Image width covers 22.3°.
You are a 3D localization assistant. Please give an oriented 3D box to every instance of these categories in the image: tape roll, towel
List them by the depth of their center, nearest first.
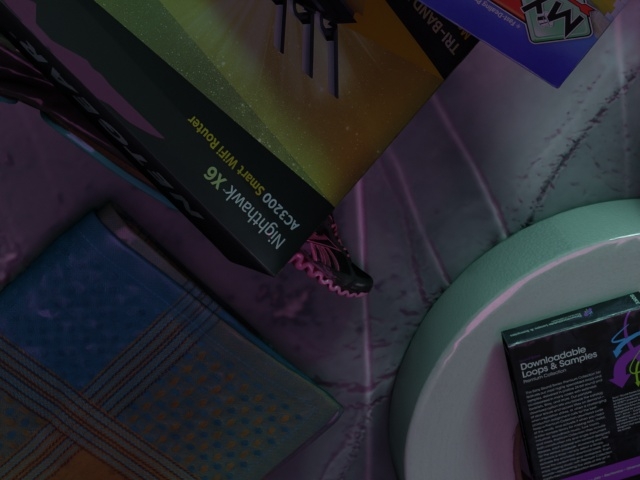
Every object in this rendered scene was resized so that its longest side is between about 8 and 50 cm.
[{"bbox_3d":[-0.204,0.169,1.301,0.370,0.040,0.271,-42,114,12],"label":"towel"},{"bbox_3d":[0.251,0.153,1.355,0.392,0.072,0.392,-4,116,-8],"label":"tape roll"}]

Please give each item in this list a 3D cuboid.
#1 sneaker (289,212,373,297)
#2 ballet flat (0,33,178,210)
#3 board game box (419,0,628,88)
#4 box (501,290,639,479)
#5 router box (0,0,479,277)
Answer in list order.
[{"bbox_3d":[0.000,0.000,1.256,0.119,0.047,0.057,33,94,-24],"label":"sneaker"},{"bbox_3d":[-0.188,-0.120,1.137,0.280,0.095,0.096,28,99,-21],"label":"ballet flat"},{"bbox_3d":[0.068,-0.253,0.943,0.317,0.046,0.213,31,129,-6],"label":"board game box"},{"bbox_3d":[0.213,0.128,1.281,0.116,0.029,0.162,-16,118,-3],"label":"box"},{"bbox_3d":[-0.066,-0.167,1.093,0.309,0.081,0.243,46,77,-25],"label":"router box"}]
